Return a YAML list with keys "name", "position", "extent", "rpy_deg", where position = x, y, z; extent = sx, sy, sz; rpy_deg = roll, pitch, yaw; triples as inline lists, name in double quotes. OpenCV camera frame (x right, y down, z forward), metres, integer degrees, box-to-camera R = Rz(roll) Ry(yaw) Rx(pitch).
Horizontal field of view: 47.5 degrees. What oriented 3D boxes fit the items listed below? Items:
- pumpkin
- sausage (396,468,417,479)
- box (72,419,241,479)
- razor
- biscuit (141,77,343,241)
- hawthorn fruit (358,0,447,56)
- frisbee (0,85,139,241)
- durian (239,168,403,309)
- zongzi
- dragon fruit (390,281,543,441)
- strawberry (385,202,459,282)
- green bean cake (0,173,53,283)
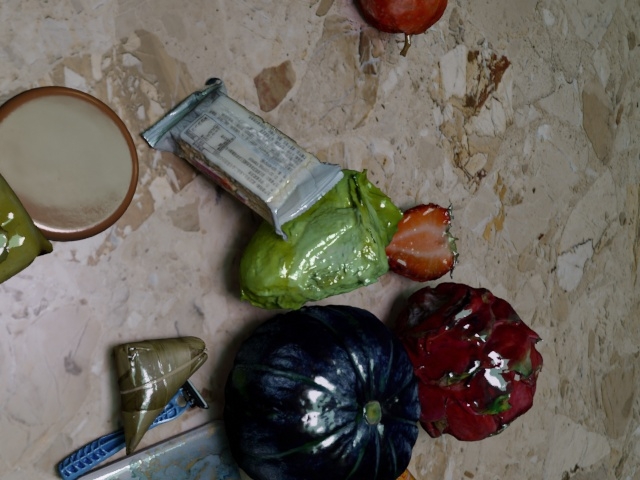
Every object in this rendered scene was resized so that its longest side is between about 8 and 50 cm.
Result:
- name: "pumpkin"
  position: [0.005, 0.287, 1.286]
  extent: [0.363, 0.266, 0.364]
  rpy_deg: [5, 80, -34]
- name: "sausage"
  position: [0.198, 0.558, 1.524]
  extent: [0.074, 0.074, 0.274]
  rpy_deg: [-47, 114, -28]
- name: "box"
  position: [-0.267, 0.414, 1.221]
  extent: [0.285, 0.044, 0.142]
  rpy_deg: [-16, 92, -35]
- name: "razor"
  position: [-0.308, 0.314, 1.196]
  extent: [0.253, 0.042, 0.082]
  rpy_deg: [-29, 62, -32]
- name: "biscuit"
  position: [-0.128, -0.151, 1.253]
  extent: [0.309, 0.079, 0.186]
  rpy_deg: [34, 64, 13]
- name: "hawthorn fruit"
  position: [0.168, -0.507, 1.488]
  extent: [0.205, 0.205, 0.254]
  rpy_deg: [-24, 110, -34]
- name: "frisbee"
  position: [-0.409, -0.123, 1.161]
  extent: [0.250, 0.021, 0.251]
  rpy_deg: [3, 84, -35]
- name: "durian"
  position: [0.000, 0.000, 1.310]
  extent: [0.339, 0.256, 0.205]
  rpy_deg: [-19, 113, -4]
- name: "zongzi"
  position: [-0.254, 0.249, 1.202]
  extent: [0.160, 0.078, 0.176]
  rpy_deg: [-4, 75, -33]
- name: "dragon fruit"
  position: [0.284, 0.241, 1.456]
  extent: [0.329, 0.329, 0.330]
  rpy_deg: [2, 86, -35]
- name: "strawberry"
  position: [0.187, 0.022, 1.529]
  extent: [0.228, 0.098, 0.175]
  rpy_deg: [-23, 99, -31]
- name: "green bean cake"
  position: [-0.516, -0.046, 0.915]
  extent: [0.202, 0.310, 0.285]
  rpy_deg: [-38, 105, -22]
